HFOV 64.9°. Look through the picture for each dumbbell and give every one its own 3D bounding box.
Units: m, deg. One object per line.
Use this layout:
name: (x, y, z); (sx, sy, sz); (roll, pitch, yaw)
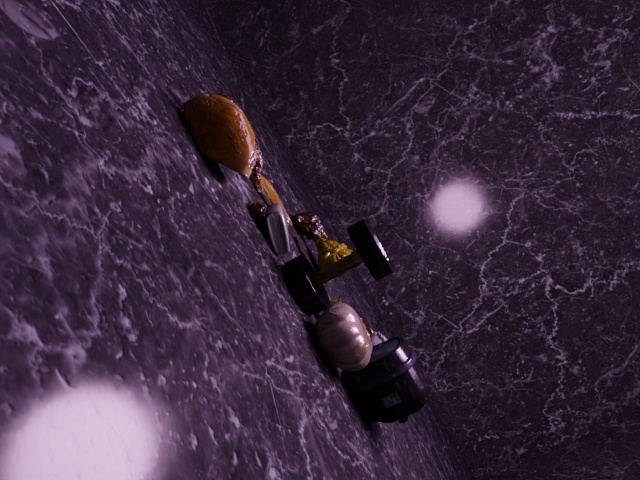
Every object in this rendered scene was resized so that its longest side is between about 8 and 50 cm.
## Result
dumbbell: (0.060, 0.089, 1.659); (0.203, 0.323, 0.203); (59, 7, -13)

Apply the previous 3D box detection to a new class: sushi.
sushi: (-0.207, -0.102, 1.668); (0.050, 0.047, 0.099); (51, 11, -37)

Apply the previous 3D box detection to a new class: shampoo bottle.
shampoo bottle: (-0.148, -0.062, 1.777); (0.284, 0.071, 0.153); (-97, 174, -74)

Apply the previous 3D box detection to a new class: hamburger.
hamburger: (-0.288, -0.317, 1.524); (0.283, 0.245, 0.155); (17, 10, 8)

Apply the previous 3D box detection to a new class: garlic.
garlic: (0.070, 0.304, 1.578); (0.227, 0.152, 0.228); (59, 6, -10)

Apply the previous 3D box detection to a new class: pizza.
pizza: (-0.189, -0.157, 2.027); (0.262, 0.034, 0.181); (57, 9, -19)

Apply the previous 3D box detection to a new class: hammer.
hammer: (-0.048, 0.097, 2.047); (0.297, 0.027, 0.125); (64, 9, 27)

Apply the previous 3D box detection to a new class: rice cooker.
rice cooker: (0.227, 0.468, 1.670); (0.224, 0.267, 0.267); (64, 8, 1)

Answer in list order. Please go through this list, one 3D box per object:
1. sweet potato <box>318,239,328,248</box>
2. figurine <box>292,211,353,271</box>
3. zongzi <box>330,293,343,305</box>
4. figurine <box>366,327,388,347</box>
sweet potato: (-0.005, -0.018, 2.628); (0.232, 0.062, 0.081); (62, 9, 33)
figurine: (0.003, 0.000, 2.270); (0.315, 0.168, 0.187); (55, -38, 23)
zongzi: (0.049, 0.249, 1.819); (0.178, 0.082, 0.188); (-118, -166, -67)
figurine: (0.282, 0.518, 2.319); (0.271, 0.143, 0.143); (42, 1, 20)
